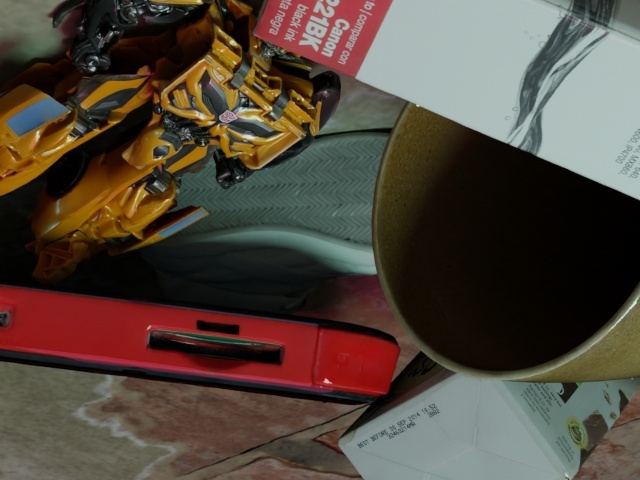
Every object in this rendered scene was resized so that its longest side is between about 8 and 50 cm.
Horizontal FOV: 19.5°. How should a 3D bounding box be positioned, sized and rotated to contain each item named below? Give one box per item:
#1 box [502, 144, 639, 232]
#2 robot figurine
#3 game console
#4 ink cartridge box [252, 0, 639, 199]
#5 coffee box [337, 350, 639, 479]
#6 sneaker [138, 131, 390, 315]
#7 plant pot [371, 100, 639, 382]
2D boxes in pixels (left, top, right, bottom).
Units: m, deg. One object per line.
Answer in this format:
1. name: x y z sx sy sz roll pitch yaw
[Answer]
1. box: 0.267 -0.059 1.367 0.322 0.058 0.232 7 119 -20
2. robot figurine: -0.128 -0.077 1.315 0.291 0.085 0.211 -28 135 29
3. game console: -0.140 0.082 1.493 0.387 0.060 0.342 8 175 -3
4. ink cartridge box: 0.127 -0.157 1.028 0.273 0.197 0.114 22 140 -3
5. coffee box: 0.168 0.104 1.506 0.168 0.119 0.297 -34 -176 40
6. sneaker: 0.000 0.000 1.486 0.293 0.108 0.169 1 153 8
7. plant pot: 0.204 -0.007 1.231 0.237 0.237 0.254 -29 150 35
